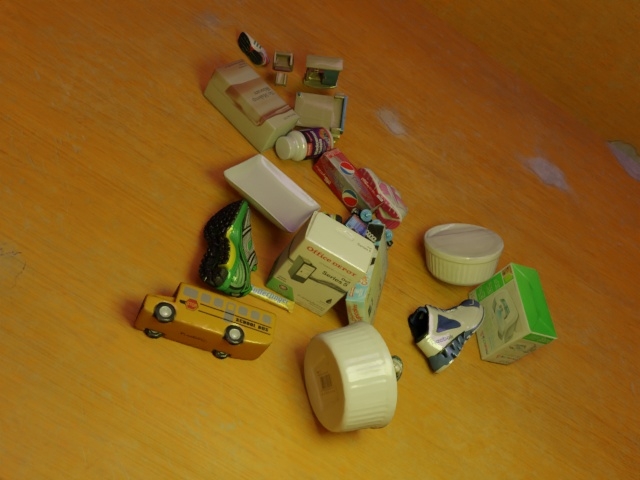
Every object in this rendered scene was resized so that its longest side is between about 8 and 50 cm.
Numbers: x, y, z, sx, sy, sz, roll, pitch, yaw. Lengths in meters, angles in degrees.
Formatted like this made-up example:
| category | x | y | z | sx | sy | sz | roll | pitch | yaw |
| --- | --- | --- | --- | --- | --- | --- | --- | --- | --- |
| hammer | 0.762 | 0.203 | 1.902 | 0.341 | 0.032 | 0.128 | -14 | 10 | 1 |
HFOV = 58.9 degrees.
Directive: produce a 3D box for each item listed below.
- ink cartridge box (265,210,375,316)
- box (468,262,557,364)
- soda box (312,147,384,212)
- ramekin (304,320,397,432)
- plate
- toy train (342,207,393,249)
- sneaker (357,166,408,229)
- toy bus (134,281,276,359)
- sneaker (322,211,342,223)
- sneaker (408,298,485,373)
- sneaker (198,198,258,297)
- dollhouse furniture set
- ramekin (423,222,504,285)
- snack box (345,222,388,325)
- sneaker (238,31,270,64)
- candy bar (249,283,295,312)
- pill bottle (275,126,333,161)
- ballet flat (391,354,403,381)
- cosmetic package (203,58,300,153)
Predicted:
| category | x | y | z | sx | sy | sz | roll | pitch | yaw |
| --- | --- | --- | --- | --- | --- | --- | --- | --- | --- |
| ink cartridge box | -0.005 | 0.072 | 1.600 | 0.199 | 0.273 | 0.114 | 30 | 47 | -10 |
| box | 0.636 | 0.249 | 1.903 | 0.127 | 0.231 | 0.261 | 16 | 51 | -24 |
| soda box | 0.097 | -0.196 | 1.987 | 0.263 | 0.092 | 0.083 | 50 | 47 | 8 |
| ramekin | 0.065 | 0.353 | 1.447 | 0.135 | 0.277 | 0.277 | -6 | 61 | -26 |
| plate | -0.152 | -0.144 | 1.783 | 0.278 | 0.045 | 0.277 | 41 | 28 | 1 |
| toy train | 0.159 | -0.025 | 1.901 | 0.184 | 0.080 | 0.105 | 43 | 76 | -7 |
| sneaker | 0.220 | -0.160 | 2.044 | 0.111 | 0.103 | 0.252 | -29 | 83 | -46 |
| toy bus | -0.287 | 0.205 | 1.439 | 0.333 | 0.108 | 0.130 | 22 | 48 | -17 |
| sneaker | 0.000 | 0.000 | 1.811 | 0.097 | 0.084 | 0.234 | 14 | 46 | 7 |
| sneaker | 0.393 | 0.258 | 1.816 | 0.182 | 0.127 | 0.315 | 46 | 48 | 3 |
| sneaker | -0.249 | 0.021 | 1.611 | 0.146 | 0.134 | 0.343 | 46 | 32 | -37 |
| dollhouse furniture set | -0.050 | -0.524 | 2.159 | 0.287 | 0.198 | 0.303 | 5 | 85 | -4 |
| ramekin | 0.488 | 0.050 | 1.960 | 0.273 | 0.127 | 0.272 | -1 | 27 | 0 |
| snack box | 0.147 | 0.121 | 1.724 | 0.060 | 0.187 | 0.321 | 5 | 45 | 16 |
| sneaker | -0.255 | -0.741 | 2.203 | 0.161 | 0.057 | 0.075 | 53 | 31 | 14 |
| candy bar | -0.148 | 0.161 | 1.622 | 0.162 | 0.018 | 0.040 | 26 | 47 | -15 |
| pill bottle | -0.057 | -0.334 | 1.982 | 0.194 | 0.108 | 0.108 | -18 | 69 | -39 |
| ballet flat | 0.199 | 0.391 | 1.640 | 0.070 | 0.070 | 0.188 | 45 | 46 | 4 |
| cosmetic package | -0.237 | -0.464 | 1.949 | 0.296 | 0.129 | 0.153 | 45 | 45 | 4 |
